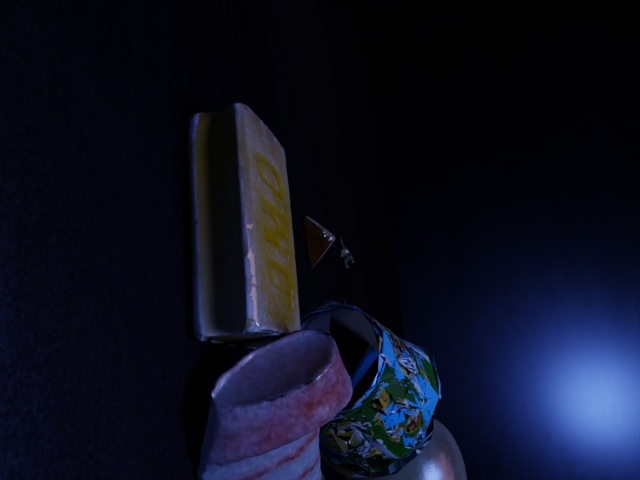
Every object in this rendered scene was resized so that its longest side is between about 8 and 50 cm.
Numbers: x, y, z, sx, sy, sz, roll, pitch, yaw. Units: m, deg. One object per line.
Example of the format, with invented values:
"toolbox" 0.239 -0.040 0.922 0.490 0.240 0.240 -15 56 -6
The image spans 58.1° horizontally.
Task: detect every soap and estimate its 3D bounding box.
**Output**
"soap" -0.092 -0.010 0.720 0.173 0.089 0.274 41 41 -69

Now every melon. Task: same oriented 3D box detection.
"melon" 0.170 0.492 1.167 0.271 0.272 0.307 68 20 -45

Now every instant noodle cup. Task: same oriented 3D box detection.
"instant noodle cup" 0.042 0.210 0.848 0.178 0.240 0.240 51 30 -44

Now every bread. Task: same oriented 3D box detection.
"bread" 0.000 0.000 1.199 0.043 0.062 0.108 -25 108 -78

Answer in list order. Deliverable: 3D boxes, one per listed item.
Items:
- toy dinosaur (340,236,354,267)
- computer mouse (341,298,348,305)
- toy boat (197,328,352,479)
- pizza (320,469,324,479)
"toy dinosaur" 0.064 0.027 1.570 0.060 0.029 0.119 -109 173 -47
"computer mouse" 0.065 0.208 1.375 0.079 0.047 0.134 83 -8 -65
"toy boat" -0.043 0.255 0.672 0.206 0.096 0.282 -30 131 -35
"pizza" -0.010 0.415 0.838 0.188 0.081 0.204 154 -83 -79
